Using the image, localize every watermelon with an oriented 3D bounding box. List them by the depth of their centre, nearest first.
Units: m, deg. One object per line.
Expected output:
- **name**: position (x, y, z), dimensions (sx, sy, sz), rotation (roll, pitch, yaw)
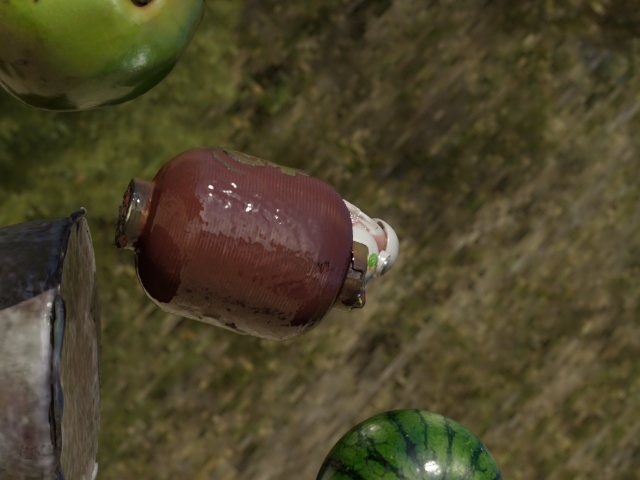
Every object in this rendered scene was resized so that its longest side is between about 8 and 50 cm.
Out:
- **watermelon**: position (0.086, 0.256, 1.707), dimensions (0.188, 0.188, 0.214), rotation (45, -5, -7)

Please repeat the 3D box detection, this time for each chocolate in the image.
- **chocolate**: position (-0.321, 0.116, 1.658), dimensions (0.213, 0.303, 0.303), rotation (-1, -22, 0)

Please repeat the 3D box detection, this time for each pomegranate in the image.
- **pomegranate**: position (-0.222, -0.201, 1.409), dimensions (0.241, 0.159, 0.190), rotation (39, -21, 13)

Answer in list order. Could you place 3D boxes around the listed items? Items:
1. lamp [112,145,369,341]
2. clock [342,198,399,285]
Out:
- **lamp**: position (-0.073, 0.002, 1.731), dimensions (0.258, 0.180, 0.180), rotation (16, -10, -14)
- **clock**: position (0.000, 0.000, 1.924), dimensions (0.162, 0.093, 0.166), rotation (26, 10, 12)
